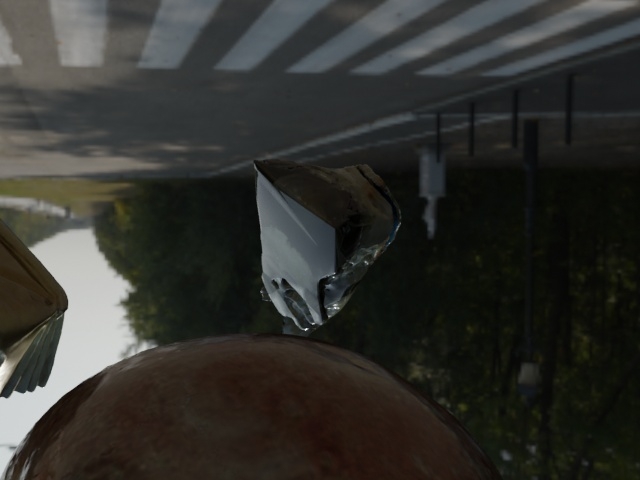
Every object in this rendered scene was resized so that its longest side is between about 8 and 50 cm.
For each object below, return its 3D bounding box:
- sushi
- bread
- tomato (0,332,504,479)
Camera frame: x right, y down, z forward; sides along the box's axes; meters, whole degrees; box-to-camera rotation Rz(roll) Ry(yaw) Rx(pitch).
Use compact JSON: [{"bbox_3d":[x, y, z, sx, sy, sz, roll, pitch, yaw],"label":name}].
[{"bbox_3d":[0.010,0.018,0.987,0.109,0.273,0.134,-29,-125,-25],"label":"sushi"},{"bbox_3d":[-0.327,0.047,0.745,0.210,0.110,0.192,41,-159,19],"label":"bread"},{"bbox_3d":[-0.035,0.202,0.467,0.282,0.317,0.316,-13,-172,-22],"label":"tomato"}]
